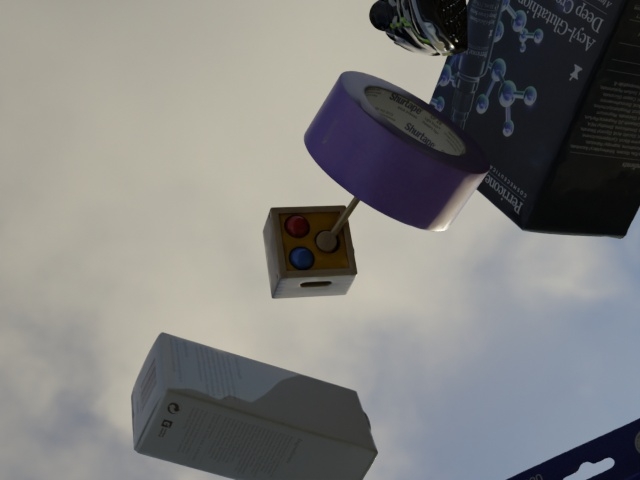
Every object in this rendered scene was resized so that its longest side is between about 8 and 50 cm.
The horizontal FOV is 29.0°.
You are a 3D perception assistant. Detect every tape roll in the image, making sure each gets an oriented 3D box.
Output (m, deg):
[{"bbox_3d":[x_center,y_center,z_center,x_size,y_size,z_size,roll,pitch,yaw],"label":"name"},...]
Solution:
[{"bbox_3d":[0.082,-0.097,1.328,0.189,0.189,0.080,-3,-49,-55],"label":"tape roll"}]

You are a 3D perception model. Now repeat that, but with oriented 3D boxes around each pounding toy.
[{"bbox_3d":[0.000,0.000,1.734,0.141,0.100,0.130,-2,-116,-14],"label":"pounding toy"}]

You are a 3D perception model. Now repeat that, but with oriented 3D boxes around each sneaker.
[{"bbox_3d":[0.096,-0.226,1.277,0.235,0.097,0.084,14,-104,-78],"label":"sneaker"}]

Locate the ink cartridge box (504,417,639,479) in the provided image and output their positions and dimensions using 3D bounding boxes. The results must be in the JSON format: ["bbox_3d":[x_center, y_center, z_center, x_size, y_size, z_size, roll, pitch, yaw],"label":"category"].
[{"bbox_3d":[0.299,0.306,1.218,0.045,0.223,0.224,-145,31,-80],"label":"ink cartridge box"}]

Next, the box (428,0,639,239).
[{"bbox_3d":[0.353,-0.246,1.758,0.212,0.293,0.395,2,-61,-33],"label":"box"}]

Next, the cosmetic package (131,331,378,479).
[{"bbox_3d":[-0.069,0.182,1.251,0.231,0.117,0.085,21,-69,-18],"label":"cosmetic package"}]
